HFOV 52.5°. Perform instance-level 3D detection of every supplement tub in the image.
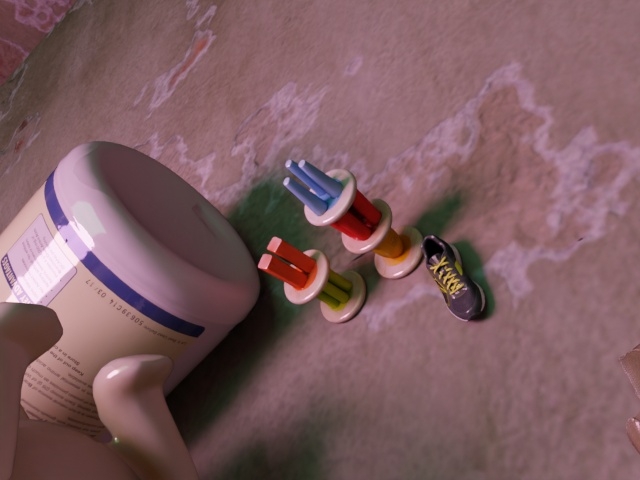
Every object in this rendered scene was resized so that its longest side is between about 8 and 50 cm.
[{"bbox_3d":[-0.248,0.086,0.676,0.325,0.235,0.235,-45,40,13],"label":"supplement tub"}]

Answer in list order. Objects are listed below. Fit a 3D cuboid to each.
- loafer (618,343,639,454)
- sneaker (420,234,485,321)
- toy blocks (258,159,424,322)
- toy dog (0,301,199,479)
[{"bbox_3d":[0.195,0.115,0.344,0.050,0.056,0.148,-24,38,34],"label":"loafer"},{"bbox_3d":[0.100,0.029,0.514,0.031,0.035,0.083,-42,40,18],"label":"sneaker"},{"bbox_3d":[0.000,0.000,0.549,0.123,0.148,0.054,-40,41,18],"label":"toy blocks"},{"bbox_3d":[-0.214,0.231,0.413,0.407,0.284,0.396,30,95,27],"label":"toy dog"}]
